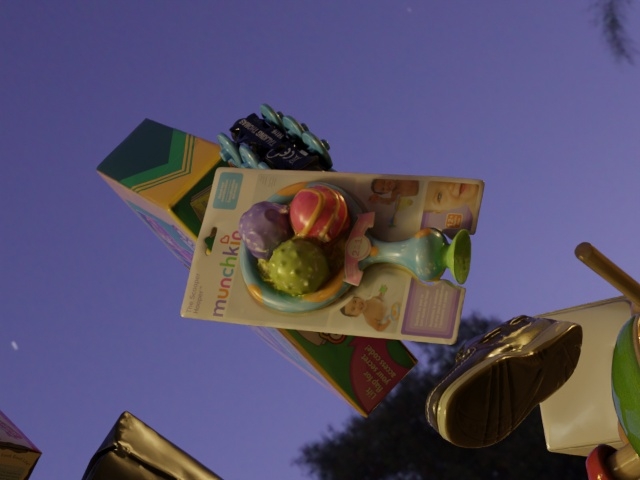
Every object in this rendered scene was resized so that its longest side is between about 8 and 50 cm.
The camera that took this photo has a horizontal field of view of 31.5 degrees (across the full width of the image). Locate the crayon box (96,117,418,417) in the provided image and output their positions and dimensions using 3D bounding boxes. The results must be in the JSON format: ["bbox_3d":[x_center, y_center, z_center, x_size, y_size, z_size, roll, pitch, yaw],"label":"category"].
[{"bbox_3d":[-0.084,0.024,1.400,0.106,0.313,0.363,-47,-64,-10],"label":"crayon box"}]

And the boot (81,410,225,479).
[{"bbox_3d":[-0.222,0.534,1.943,0.445,0.367,0.146,38,-67,-14],"label":"boot"}]

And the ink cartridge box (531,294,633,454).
[{"bbox_3d":[0.448,0.202,1.651,0.197,0.198,0.270,-15,-19,27],"label":"ink cartridge box"}]

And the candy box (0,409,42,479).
[{"bbox_3d":[-0.395,0.273,1.151,0.071,0.159,0.233,24,-85,-48],"label":"candy box"}]

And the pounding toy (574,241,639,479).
[{"bbox_3d":[0.271,0.139,0.950,0.183,0.237,0.110,19,-48,-41],"label":"pounding toy"}]

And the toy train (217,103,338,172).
[{"bbox_3d":[-0.033,-0.065,1.117,0.080,0.184,0.105,-36,-55,-11],"label":"toy train"}]

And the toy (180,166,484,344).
[{"bbox_3d":[0.000,0.000,0.892,0.056,0.237,0.137,52,-133,-61],"label":"toy"}]

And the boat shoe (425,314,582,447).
[{"bbox_3d":[0.156,0.120,1.020,0.223,0.073,0.080,-21,-63,-46],"label":"boat shoe"}]
